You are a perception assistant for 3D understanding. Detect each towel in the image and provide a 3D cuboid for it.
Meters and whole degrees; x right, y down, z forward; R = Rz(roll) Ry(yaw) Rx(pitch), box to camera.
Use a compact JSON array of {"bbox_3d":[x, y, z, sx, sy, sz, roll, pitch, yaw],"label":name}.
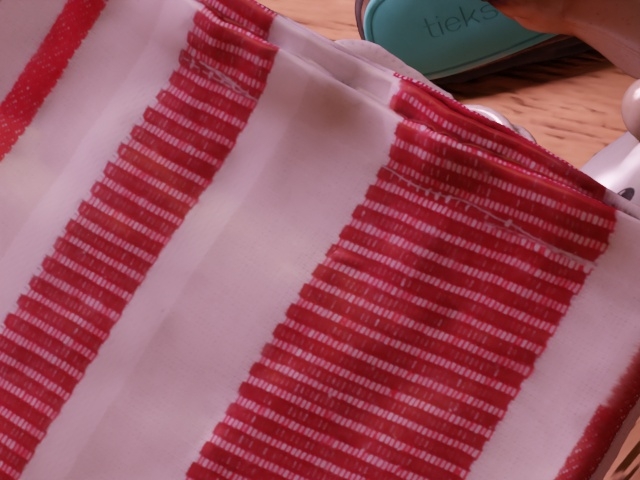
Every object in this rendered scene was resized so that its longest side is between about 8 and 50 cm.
[{"bbox_3d":[-0.067,0.025,0.655,0.329,0.037,0.237,30,84,15],"label":"towel"}]

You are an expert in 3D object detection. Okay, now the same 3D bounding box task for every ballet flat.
[{"bbox_3d":[0.152,-0.143,0.946,0.281,0.095,0.096,-7,24,18],"label":"ballet flat"}]

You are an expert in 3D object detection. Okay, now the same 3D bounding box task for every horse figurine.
[{"bbox_3d":[0.157,-0.095,0.829,0.263,0.066,0.174,19,9,1],"label":"horse figurine"}]

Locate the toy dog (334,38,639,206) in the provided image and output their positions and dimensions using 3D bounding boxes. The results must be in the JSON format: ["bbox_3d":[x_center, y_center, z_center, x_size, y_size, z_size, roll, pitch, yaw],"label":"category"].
[{"bbox_3d":[0.000,0.000,0.754,0.334,0.161,0.220,-35,37,-22],"label":"toy dog"}]
